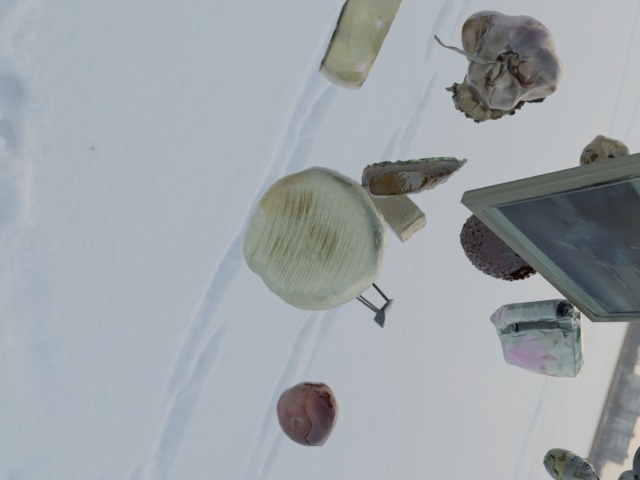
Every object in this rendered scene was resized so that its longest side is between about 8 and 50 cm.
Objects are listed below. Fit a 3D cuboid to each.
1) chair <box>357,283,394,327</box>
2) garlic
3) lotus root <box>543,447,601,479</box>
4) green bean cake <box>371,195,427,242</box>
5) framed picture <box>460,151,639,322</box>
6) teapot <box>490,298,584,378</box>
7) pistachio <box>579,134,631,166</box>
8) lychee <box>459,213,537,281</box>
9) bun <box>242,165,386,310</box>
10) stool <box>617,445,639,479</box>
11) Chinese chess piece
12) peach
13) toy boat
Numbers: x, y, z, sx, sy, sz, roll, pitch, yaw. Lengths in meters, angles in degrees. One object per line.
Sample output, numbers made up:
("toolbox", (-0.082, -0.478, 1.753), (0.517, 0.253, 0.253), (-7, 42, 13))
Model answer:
("chair", (0.149, 0.169, 1.870), (0.095, 0.221, 0.104), (-44, 162, -4))
("garlic", (0.290, -0.301, 1.061), (0.257, 0.207, 0.206), (-13, 121, -24))
("lotus root", (0.622, 0.565, 1.455), (0.088, 0.165, 0.088), (-59, -175, 8))
("green bean cake", (0.244, -0.092, 1.875), (0.109, 0.179, 0.085), (-40, 149, 0))
("framed picture", (0.496, 0.023, 0.990), (0.446, 0.326, 0.028), (36, 64, -26))
("teapot", (0.469, 0.213, 1.274), (0.222, 0.178, 0.163), (19, 70, -63))
("pistachio", (0.638, -0.162, 1.330), (0.113, 0.113, 0.149), (-48, 139, -39))
("lychee", (0.399, -0.003, 1.268), (0.194, 0.195, 0.194), (-37, 136, -48))
("bun", (0.000, 0.000, 1.488), (0.219, 0.366, 0.364), (1, 104, -72))
("stool", (0.925, 0.627, 1.596), (0.139, 0.228, 0.153), (32, 55, -27))
("Chinese chess piece", (0.091, -0.470, 1.305), (0.270, 0.112, 0.269), (-156, -90, -86))
("peach", (-0.017, 0.391, 1.333), (0.152, 0.152, 0.152), (-37, 136, -48))
("toy boat", (0.251, -0.174, 1.583), (0.099, 0.293, 0.108), (-78, 156, -61))
